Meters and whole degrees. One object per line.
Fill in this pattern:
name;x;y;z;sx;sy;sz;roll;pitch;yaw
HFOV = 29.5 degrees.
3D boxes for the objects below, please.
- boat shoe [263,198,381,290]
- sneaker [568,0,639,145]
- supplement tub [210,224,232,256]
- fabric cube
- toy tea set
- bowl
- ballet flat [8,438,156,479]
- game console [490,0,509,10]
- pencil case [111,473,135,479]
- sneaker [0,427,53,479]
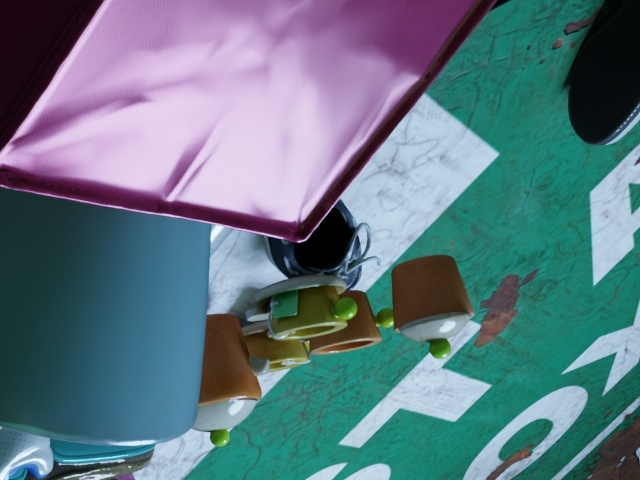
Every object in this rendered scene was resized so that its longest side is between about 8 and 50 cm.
boat shoe;0.000;0.000;1.180;0.095;0.079;0.254;-35;150;-9
sneaker;0.388;-0.229;1.280;0.178;0.124;0.295;-4;134;-32
supplement tub;-0.109;-0.022;1.036;0.107;0.071;0.071;-51;149;16
fabric cube;-0.082;-0.186;0.658;0.254;0.258;0.259;-50;149;19
toy tea set;-0.008;0.113;1.154;0.200;0.124;0.336;2;162;-42
bowl;-0.192;-0.014;0.771;0.311;0.311;0.163;16;101;-56
ballet flat;-0.294;0.186;1.096;0.124;0.116;0.342;-32;160;26
game console;0.197;-0.355;0.961;0.386;0.060;0.342;-30;144;-18
pencil case;-0.286;0.301;1.259;0.209;0.095;0.098;-9;154;-39
sneaker;-0.350;0.192;0.871;0.323;0.236;0.130;-42;-168;-1
